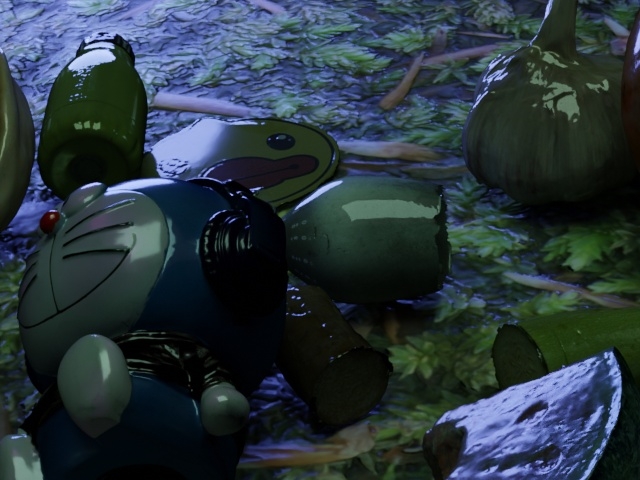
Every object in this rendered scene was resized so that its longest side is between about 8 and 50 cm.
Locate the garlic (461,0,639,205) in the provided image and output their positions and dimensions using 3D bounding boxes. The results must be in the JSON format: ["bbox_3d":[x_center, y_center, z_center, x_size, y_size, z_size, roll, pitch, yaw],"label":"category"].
[{"bbox_3d":[0.242,-0.156,1.738,0.219,0.212,0.218,-4,27,2],"label":"garlic"}]

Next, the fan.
[{"bbox_3d":[-0.079,-0.062,1.826,0.230,0.011,0.335,-15,34,-14],"label":"fan"}]

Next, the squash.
[{"bbox_3d":[0.268,0.100,1.476,0.224,0.094,0.094,-8,33,-18],"label":"squash"}]

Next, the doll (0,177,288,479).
[{"bbox_3d":[-0.145,0.084,1.429,0.284,0.240,0.310,-35,39,29],"label":"doll"}]

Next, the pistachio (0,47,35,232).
[{"bbox_3d":[-0.401,-0.101,1.787,0.193,0.214,0.318,17,32,-26],"label":"pistachio"}]

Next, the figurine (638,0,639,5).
[{"bbox_3d":[0.464,-0.320,1.947,0.253,0.211,0.361,-16,33,-4],"label":"figurine"}]

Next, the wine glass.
[{"bbox_3d":[0.000,0.000,1.620,0.241,0.126,0.126,-2,33,11],"label":"wine glass"}]

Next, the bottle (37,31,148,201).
[{"bbox_3d":[-0.246,-0.144,1.888,0.112,0.112,0.260,-5,34,2],"label":"bottle"}]

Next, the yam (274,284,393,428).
[{"bbox_3d":[0.002,0.101,1.512,0.084,0.084,0.127,-18,31,-17],"label":"yam"}]

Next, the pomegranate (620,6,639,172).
[{"bbox_3d":[0.446,-0.142,1.576,0.338,0.338,0.338,-4,33,3],"label":"pomegranate"}]

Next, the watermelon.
[{"bbox_3d":[0.137,0.225,1.288,0.318,0.148,0.226,-42,28,-23],"label":"watermelon"}]
